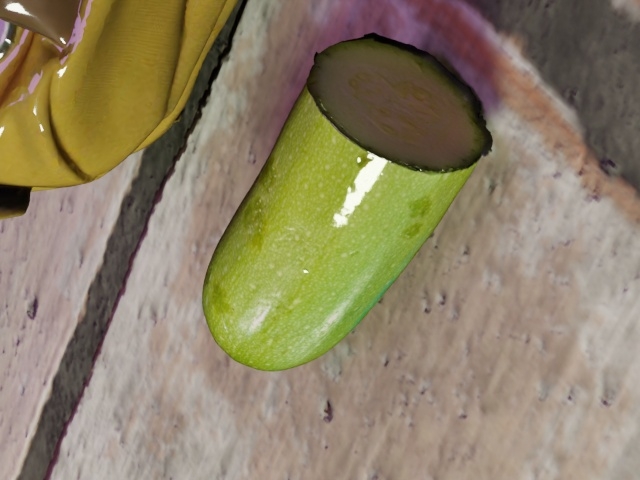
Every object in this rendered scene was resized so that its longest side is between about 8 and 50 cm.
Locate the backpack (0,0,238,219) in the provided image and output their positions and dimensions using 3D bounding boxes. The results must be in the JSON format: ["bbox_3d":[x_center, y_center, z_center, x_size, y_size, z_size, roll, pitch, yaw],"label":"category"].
[{"bbox_3d":[-0.199,-0.213,0.945,0.201,0.354,0.378,-62,-14,-77],"label":"backpack"}]

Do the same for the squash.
[{"bbox_3d":[0.000,0.000,0.874,0.095,0.095,0.188,58,135,32],"label":"squash"}]
